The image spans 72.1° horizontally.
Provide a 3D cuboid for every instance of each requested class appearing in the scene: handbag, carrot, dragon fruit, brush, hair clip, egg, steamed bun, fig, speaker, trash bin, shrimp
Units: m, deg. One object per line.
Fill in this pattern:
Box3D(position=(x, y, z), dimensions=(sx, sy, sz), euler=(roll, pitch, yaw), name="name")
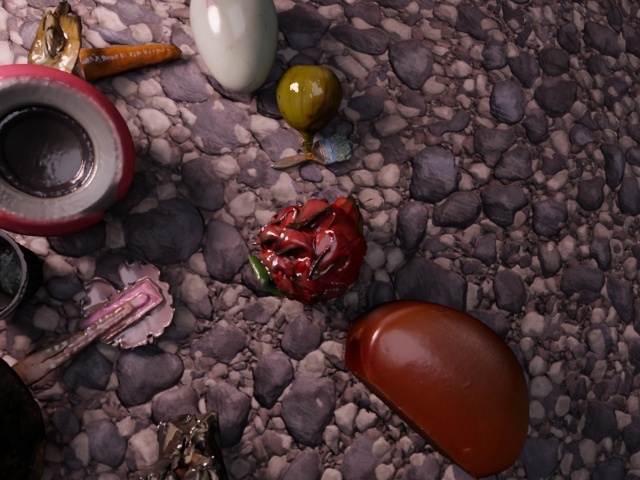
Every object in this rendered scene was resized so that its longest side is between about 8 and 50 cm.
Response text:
Box3D(position=(-0.204, 0.479, 0.708), dimensions=(0.163, 0.325, 0.326), euler=(-4, 83, -17), name="handbag")
Box3D(position=(-0.400, -0.390, 0.940), dimensions=(0.210, 0.061, 0.061), euler=(-19, 86, -20), name="carrot")
Box3D(position=(0.000, 0.000, 0.885), dimensions=(0.234, 0.234, 0.293), euler=(44, 78, -4), name="dragon fruit")
Box3D(position=(-0.023, -0.196, 1.017), dimensions=(0.197, 0.021, 0.070), euler=(-18, 84, -15), name="brush")
Box3D(position=(-0.424, 0.163, 0.835), dimensions=(0.300, 0.069, 0.173), euler=(-35, 92, -26), name="hair clip")
Box3D(position=(-0.179, -0.446, 0.935), dimensions=(0.183, 0.183, 0.263), euler=(-9, 91, -15), name="egg")
Box3D(position=(0.245, 0.264, 0.898), dimensions=(0.379, 0.235, 0.248), euler=(44, 77, -4), name="steamed bun")
Box3D(position=(-0.018, -0.296, 0.985), dimensions=(0.142, 0.148, 0.186), euler=(-22, 122, -29), name="fig")
Box3D(position=(-0.479, -0.157, 0.770), dimensions=(0.295, 0.294, 0.293), euler=(2, 81, -14), name="speaker")
Box3D(position=(-0.575, 0.062, 0.768), dimensions=(0.176, 0.161, 0.175), euler=(1, 85, -12), name="trash bin")
Box3D(position=(-0.521, -0.388, 0.872), dimensions=(0.059, 0.145, 0.254), euler=(27, 69, -54), name="shrimp")

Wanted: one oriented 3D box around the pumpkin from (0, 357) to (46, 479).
Box3D(position=(-0.633, 0.313, 0.611), dimensions=(0.455, 0.344, 0.453), euler=(0, 104, 2), name="pumpkin")
